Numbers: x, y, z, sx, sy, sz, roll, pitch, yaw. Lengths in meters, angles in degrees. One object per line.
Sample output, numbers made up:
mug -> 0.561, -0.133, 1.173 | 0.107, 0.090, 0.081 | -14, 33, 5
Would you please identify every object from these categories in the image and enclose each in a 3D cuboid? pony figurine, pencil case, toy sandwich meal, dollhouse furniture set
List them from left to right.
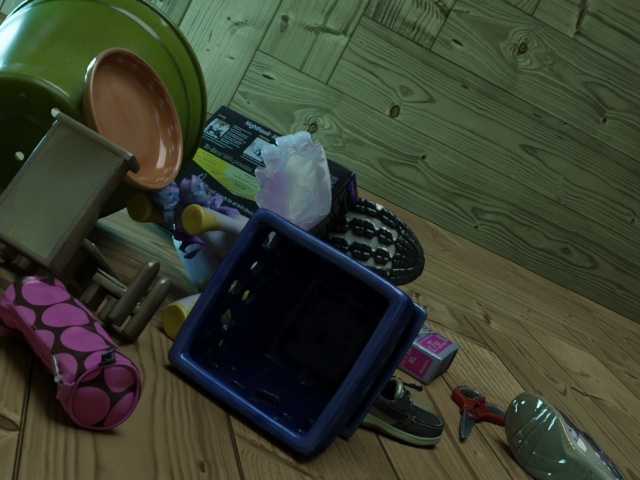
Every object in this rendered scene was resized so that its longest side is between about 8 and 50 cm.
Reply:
pencil case -> -0.274, 0.113, 1.313 | 0.098, 0.095, 0.209 | 2, 23, -39
dollhouse furniture set -> -0.290, -0.021, 1.502 | 0.212, 0.161, 0.242 | 30, -14, 13
pony figurine -> -0.124, 0.011, 1.841 | 0.363, 0.303, 0.351 | 18, 46, -58
toy sandwich meal -> 0.136, 0.250, 1.888 | 0.085, 0.029, 0.085 | 25, 13, -6

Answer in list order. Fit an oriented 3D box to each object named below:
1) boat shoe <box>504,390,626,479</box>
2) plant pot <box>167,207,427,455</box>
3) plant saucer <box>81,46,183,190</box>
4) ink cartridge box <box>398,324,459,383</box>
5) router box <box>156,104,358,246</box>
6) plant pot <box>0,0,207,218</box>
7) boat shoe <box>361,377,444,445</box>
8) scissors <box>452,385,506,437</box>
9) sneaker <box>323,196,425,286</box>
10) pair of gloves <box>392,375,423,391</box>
boat shoe -> 0.386, 0.343, 1.903 | 0.092, 0.103, 0.285 | 27, 12, -36
plant pot -> -0.014, 0.120, 1.585 | 0.236, 0.236, 0.212 | 32, 4, 20
plant saucer -> -0.259, -0.160, 1.664 | 0.200, 0.037, 0.200 | 39, 42, -48
ink cartridge box -> 0.090, 0.143, 2.209 | 0.311, 0.065, 0.186 | 29, 10, 13
router box -> -0.127, -0.079, 2.168 | 0.309, 0.243, 0.081 | 29, -27, 25
plant pot -> -0.385, -0.167, 1.806 | 0.366, 0.366, 0.353 | 28, 22, -2
boat shoe -> 0.095, 0.230, 1.741 | 0.223, 0.073, 0.080 | 22, 12, -30
scissors -> 0.238, 0.283, 2.027 | 0.109, 0.021, 0.297 | 35, 13, 21
sneaker -> 0.000, 0.000, 2.275 | 0.410, 0.158, 0.182 | 14, -11, 15
pair of gloves -> 0.117, 0.224, 1.942 | 0.083, 0.010, 0.074 | 24, -14, -31
